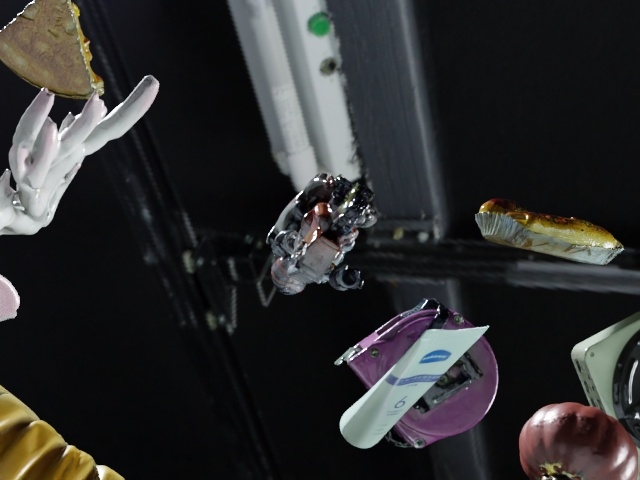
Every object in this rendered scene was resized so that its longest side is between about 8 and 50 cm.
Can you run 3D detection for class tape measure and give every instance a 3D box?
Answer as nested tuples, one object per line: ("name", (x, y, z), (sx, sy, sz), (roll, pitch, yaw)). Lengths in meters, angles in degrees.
("tape measure", (0.183, 0.236, 1.701), (0.231, 0.245, 0.149), (52, -3, -1))

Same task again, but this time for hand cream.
("hand cream", (0.122, 0.211, 1.449), (0.109, 0.067, 0.321), (1, -38, -31))

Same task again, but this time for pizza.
("pizza", (-0.389, -0.295, 1.382), (0.184, 0.036, 0.176), (16, -62, 12))

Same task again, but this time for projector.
("projector", (0.576, 0.245, 1.624), (0.257, 0.259, 0.079), (67, -16, -5))

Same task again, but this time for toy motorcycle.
("toy motorcycle", (0.000, 0.000, 1.413), (0.134, 0.401, 0.207), (36, -89, -10))

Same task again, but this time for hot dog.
("hot dog", (0.409, -0.014, 1.743), (0.270, 0.082, 0.162), (13, 2, -21))

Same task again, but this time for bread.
("bread", (-0.347, 0.276, 1.063), (0.311, 0.121, 0.173), (36, -80, -2))

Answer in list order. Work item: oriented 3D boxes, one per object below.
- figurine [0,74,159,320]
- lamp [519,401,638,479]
("figurine", (-0.252, 0.003, 0.543), (0.206, 0.316, 0.284), (28, -38, -7))
("lamp", (0.219, 0.183, 0.827), (0.101, 0.090, 0.101), (20, -42, 19))
